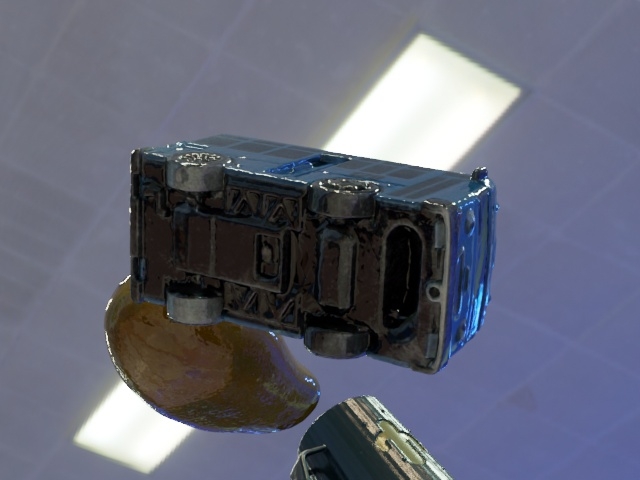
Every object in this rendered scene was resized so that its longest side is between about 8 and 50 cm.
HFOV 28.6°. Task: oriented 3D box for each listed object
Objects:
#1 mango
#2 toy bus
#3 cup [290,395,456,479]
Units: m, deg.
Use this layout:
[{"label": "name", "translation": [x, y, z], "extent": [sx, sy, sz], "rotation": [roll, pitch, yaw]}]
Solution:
[{"label": "mango", "translation": [-0.088, 0.099, 1.040], "extent": [0.136, 0.099, 0.227], "rotation": [-27, -44, 22]}, {"label": "toy bus", "translation": [0.000, 0.000, 0.820], "extent": [0.234, 0.134, 0.116], "rotation": [12, -73, 29]}, {"label": "cup", "translation": [0.044, 0.248, 1.266], "extent": [0.177, 0.155, 0.131], "rotation": [3, -55, -39]}]
